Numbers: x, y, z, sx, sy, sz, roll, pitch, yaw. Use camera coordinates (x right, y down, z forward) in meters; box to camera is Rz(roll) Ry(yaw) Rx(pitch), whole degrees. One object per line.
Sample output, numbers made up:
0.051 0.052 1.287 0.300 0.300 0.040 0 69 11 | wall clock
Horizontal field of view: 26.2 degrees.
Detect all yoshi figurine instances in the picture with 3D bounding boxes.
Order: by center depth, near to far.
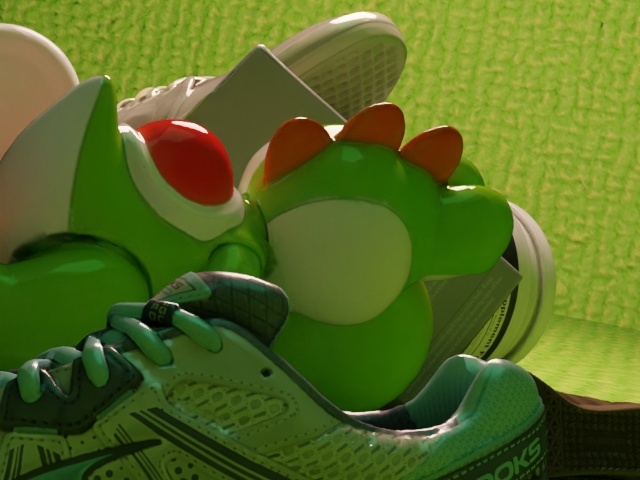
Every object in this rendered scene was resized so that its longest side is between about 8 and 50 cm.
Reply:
-0.068 0.039 0.741 0.362 0.203 0.203 -6 -14 -23 | yoshi figurine

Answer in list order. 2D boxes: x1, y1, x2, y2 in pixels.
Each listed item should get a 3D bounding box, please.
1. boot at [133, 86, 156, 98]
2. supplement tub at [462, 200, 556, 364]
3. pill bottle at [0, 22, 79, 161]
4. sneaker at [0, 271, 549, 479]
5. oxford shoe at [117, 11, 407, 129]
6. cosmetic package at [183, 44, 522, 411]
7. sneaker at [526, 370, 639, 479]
-0.070 -0.031 1.336 0.204 0.262 0.095 7 39 32 | boot
0.058 0.029 1.170 0.191 0.191 0.272 12 2 42 | supplement tub
-0.288 -0.123 1.208 0.131 0.131 0.229 10 5 -18 | pill bottle
-0.063 0.064 0.408 0.283 0.122 0.110 10 1 -16 | sneaker
-0.118 -0.083 1.188 0.449 0.130 0.169 -32 -25 34 | oxford shoe
0.000 0.000 0.918 0.238 0.127 0.107 42 -18 5 | cosmetic package
0.144 0.127 0.890 0.188 0.066 0.071 15 -17 -20 | sneaker
